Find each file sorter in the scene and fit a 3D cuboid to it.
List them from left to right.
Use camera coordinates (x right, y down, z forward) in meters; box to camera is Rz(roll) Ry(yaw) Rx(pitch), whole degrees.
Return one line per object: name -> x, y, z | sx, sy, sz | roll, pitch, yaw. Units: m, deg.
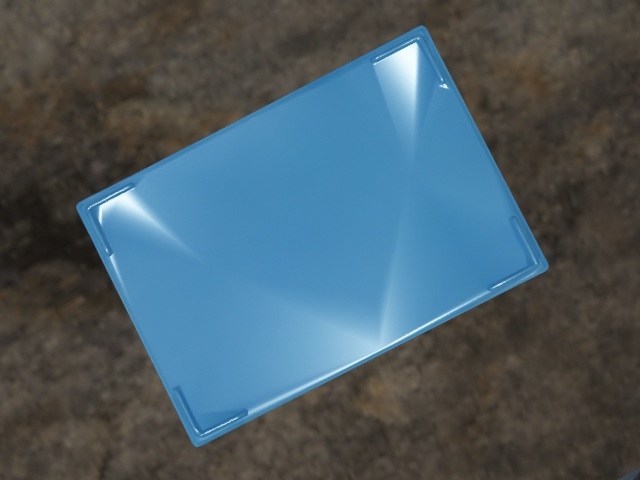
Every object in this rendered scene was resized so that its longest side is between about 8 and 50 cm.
file sorter -> 0.000, 0.000, 0.818 | 0.170, 0.118, 0.104 | -27, -4, 4

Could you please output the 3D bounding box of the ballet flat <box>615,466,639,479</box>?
ballet flat -> 0.180, 0.192, 1.047 | 0.316, 0.107, 0.106 | -36, 18, -29
